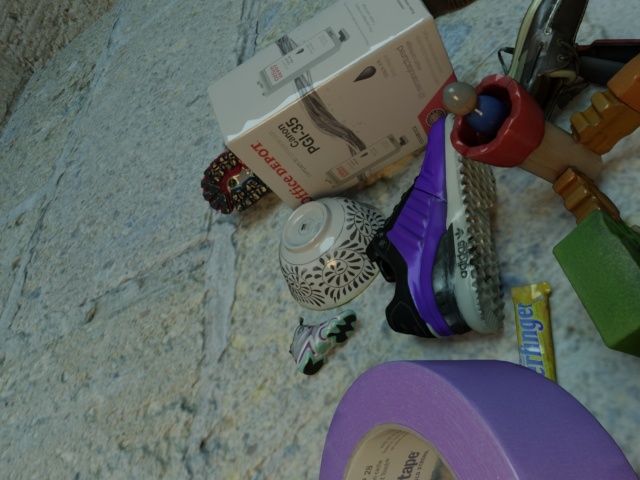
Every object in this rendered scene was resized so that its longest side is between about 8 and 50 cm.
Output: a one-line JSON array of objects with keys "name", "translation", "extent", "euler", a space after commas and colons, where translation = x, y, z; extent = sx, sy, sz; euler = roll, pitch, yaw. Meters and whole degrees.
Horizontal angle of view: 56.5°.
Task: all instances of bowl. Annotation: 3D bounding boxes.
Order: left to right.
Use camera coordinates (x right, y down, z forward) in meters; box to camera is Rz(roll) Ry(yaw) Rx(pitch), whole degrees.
[{"name": "bowl", "translation": [0.000, 0.000, 0.794], "extent": [0.170, 0.080, 0.170], "euler": [-24, 45, 27]}]

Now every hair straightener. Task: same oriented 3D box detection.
[{"name": "hair straightener", "translation": [0.296, -0.205, 0.718], "extent": [0.089, 0.047, 0.230], "euler": [-51, 39, -5]}]

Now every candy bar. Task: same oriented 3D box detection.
[{"name": "candy bar", "translation": [0.204, 0.112, 0.564], "extent": [0.040, 0.018, 0.161], "euler": [-17, 48, 33]}]

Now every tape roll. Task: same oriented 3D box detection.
[{"name": "tape roll", "translation": [0.093, 0.222, 0.409], "extent": [0.275, 0.090, 0.275], "euler": [-175, 90, -65]}]

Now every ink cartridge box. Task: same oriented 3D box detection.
[{"name": "ink cartridge box", "translation": [0.028, -0.179, 0.785], "extent": [0.283, 0.207, 0.117], "euler": [-30, 56, 12]}]

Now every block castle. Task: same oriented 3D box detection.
[{"name": "block castle", "translation": [0.276, -0.043, 0.399], "extent": [0.303, 0.212, 0.453], "euler": [-50, 34, 34]}]

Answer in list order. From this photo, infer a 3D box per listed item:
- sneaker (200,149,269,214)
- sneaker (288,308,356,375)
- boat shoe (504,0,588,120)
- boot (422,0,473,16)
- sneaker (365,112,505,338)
[{"name": "sneaker", "translation": [-0.066, -0.163, 0.969], "extent": [0.299, 0.121, 0.112], "euler": [-33, 11, 6]}, {"name": "sneaker", "translation": [-0.004, 0.111, 0.738], "extent": [0.098, 0.038, 0.069], "euler": [-47, 40, 1]}, {"name": "boat shoe", "translation": [0.260, -0.197, 0.681], "extent": [0.073, 0.080, 0.224], "euler": [41, 117, 43]}, {"name": "boot", "translation": [0.201, -0.414, 0.974], "extent": [0.158, 0.059, 0.085], "euler": [-14, 45, 36]}, {"name": "sneaker", "translation": [0.118, -0.022, 0.686], "extent": [0.146, 0.102, 0.293], "euler": [-19, 47, 32]}]
